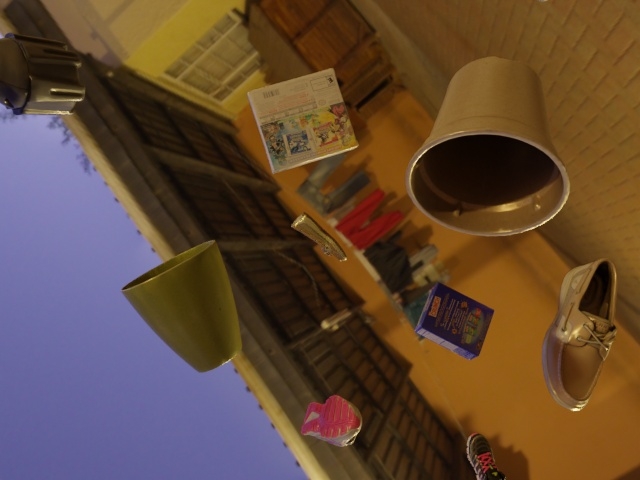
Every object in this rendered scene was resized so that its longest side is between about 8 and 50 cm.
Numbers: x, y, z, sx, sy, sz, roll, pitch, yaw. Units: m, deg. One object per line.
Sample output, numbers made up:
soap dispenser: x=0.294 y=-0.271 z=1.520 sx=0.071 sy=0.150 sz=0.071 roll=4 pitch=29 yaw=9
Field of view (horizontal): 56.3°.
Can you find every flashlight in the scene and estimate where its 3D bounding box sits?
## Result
flashlight: x=-0.370 y=-0.153 z=0.532 sx=0.304 sy=0.103 sz=0.103 roll=-7 pitch=-98 yaw=-45

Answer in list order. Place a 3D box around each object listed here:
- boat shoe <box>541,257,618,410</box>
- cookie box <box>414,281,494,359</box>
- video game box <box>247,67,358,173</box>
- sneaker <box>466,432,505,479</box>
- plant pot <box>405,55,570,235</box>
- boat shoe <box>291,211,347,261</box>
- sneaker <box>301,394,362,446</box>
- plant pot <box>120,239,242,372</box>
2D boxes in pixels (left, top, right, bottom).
boat shoe: x=0.508 y=0.172 z=1.146 sx=0.109 sy=0.303 sz=0.098 roll=24 pitch=155 yaw=-2
cookie box: x=0.225 y=0.135 z=1.007 sx=0.107 sy=0.092 sz=0.040 roll=27 pitch=154 yaw=2
video game box: x=-0.039 y=-0.269 z=1.348 sx=0.048 sy=0.205 sz=0.187 roll=153 pitch=99 yaw=-81
sneaker: x=0.400 y=0.544 z=1.418 sx=0.075 sy=0.063 sz=0.171 roll=132 pitch=128 yaw=-71
plant pot: x=0.379 y=-0.231 z=1.338 sx=0.334 sy=0.333 sz=0.306 roll=43 pitch=-131 yaw=-35
boat shoe: x=0.000 y=0.000 z=1.416 sx=0.153 sy=0.048 sz=0.056 roll=44 pitch=-174 yaw=-11
sneaker: x=0.049 y=0.443 z=1.453 sx=0.111 sy=0.103 sz=0.252 roll=24 pitch=159 yaw=-15
plant pot: x=-0.335 y=0.191 z=1.598 sx=0.294 sy=0.274 sz=0.275 roll=63 pitch=-169 yaw=-10
